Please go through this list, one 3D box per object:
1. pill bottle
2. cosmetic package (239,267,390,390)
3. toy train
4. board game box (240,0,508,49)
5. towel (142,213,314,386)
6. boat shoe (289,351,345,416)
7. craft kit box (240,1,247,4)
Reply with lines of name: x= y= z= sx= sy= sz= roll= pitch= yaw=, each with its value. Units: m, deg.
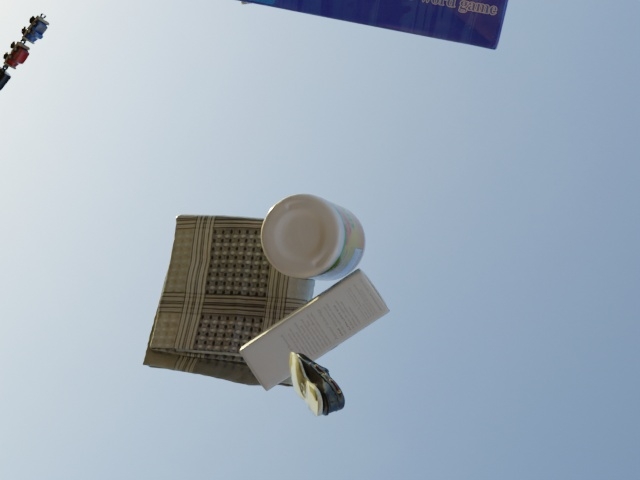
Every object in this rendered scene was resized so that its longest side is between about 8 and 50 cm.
pill bottle: x=0.000 y=0.000 z=1.485 sx=0.137 sy=0.246 sz=0.136 roll=-1 pitch=-94 yaw=15
cosmetic package: x=-0.008 y=0.139 z=1.392 sx=0.231 sy=0.117 sz=0.085 roll=-35 pitch=-91 yaw=2
toy train: x=-0.499 y=-0.307 z=1.438 sx=0.158 sy=0.027 sz=0.036 roll=-50 pitch=-128 yaw=9
board game box: x=0.036 y=-0.356 z=0.767 sx=0.066 sy=0.319 sz=0.317 roll=-65 pitch=165 yaw=-61
towel: x=-0.163 y=0.105 z=1.640 sx=0.312 sy=0.056 sz=0.324 roll=5 pitch=-107 yaw=14
boat shoe: x=-0.008 y=0.188 z=1.155 sx=0.133 sy=0.042 sz=0.048 roll=-137 pitch=-135 yaw=-59
craft kit box: x=-0.098 y=-0.686 z=1.964 sx=0.061 sy=0.250 sz=0.246 roll=24 pitch=-45 yaw=56
